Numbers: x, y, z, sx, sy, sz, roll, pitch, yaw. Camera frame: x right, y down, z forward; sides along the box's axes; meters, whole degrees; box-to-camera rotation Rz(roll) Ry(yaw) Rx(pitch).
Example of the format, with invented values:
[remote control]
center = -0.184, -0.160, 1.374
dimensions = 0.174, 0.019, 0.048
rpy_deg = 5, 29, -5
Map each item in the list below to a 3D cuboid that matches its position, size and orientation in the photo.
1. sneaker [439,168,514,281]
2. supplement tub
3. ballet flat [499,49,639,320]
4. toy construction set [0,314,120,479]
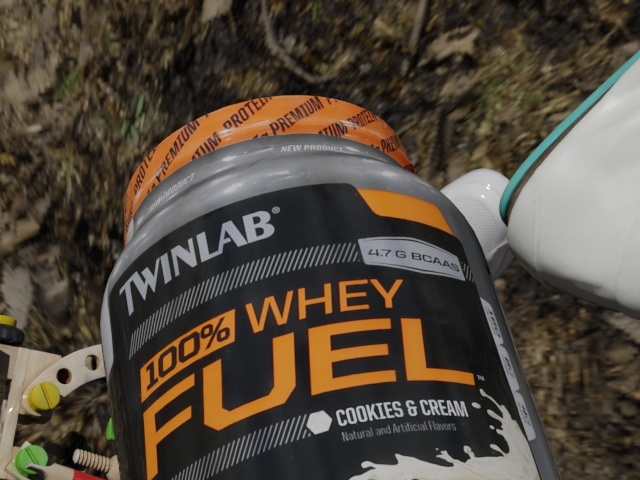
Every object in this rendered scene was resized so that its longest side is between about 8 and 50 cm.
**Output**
[sneaker]
center = 0.083, 0.057, 1.442
dimensions = 0.108, 0.292, 0.169
rpy_deg = 45, 44, 6
[supplement tub]
center = 0.005, 0.098, 0.653
dimensions = 0.194, 0.193, 0.316
rpy_deg = -9, 53, -10
[ballet flat]
center = 0.269, -0.117, 0.825
dimensions = 0.139, 0.139, 0.400
rpy_deg = 37, 100, -3
[toy construction set]
center = -0.343, 0.217, 1.697
dimensions = 0.237, 0.309, 0.257
rpy_deg = 22, 90, -23
